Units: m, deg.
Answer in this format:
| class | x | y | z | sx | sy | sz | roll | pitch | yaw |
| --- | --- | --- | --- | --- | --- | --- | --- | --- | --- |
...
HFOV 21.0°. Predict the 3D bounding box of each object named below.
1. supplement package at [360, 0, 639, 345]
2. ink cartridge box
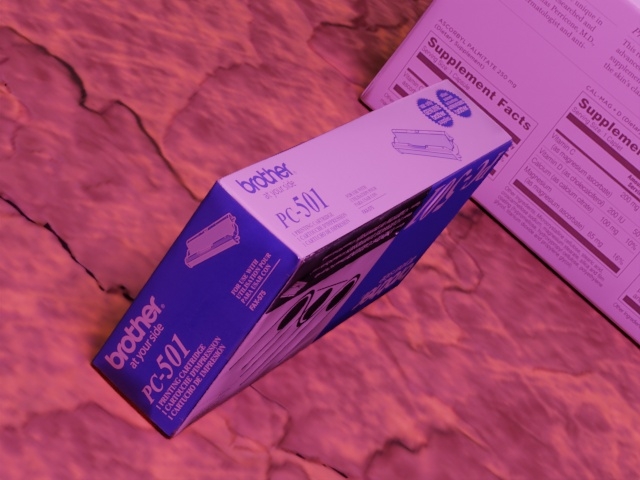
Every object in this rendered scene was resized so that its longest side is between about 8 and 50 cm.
| class | x | y | z | sx | sy | sz | roll | pitch | yaw |
| --- | --- | --- | --- | --- | --- | --- | --- | --- | --- |
| supplement package | 0.195 | -0.067 | 0.971 | 0.262 | 0.145 | 0.204 | 43 | 29 | 9 |
| ink cartridge box | 0.000 | 0.000 | 0.704 | 0.046 | 0.097 | 0.207 | 42 | 29 | 10 |
